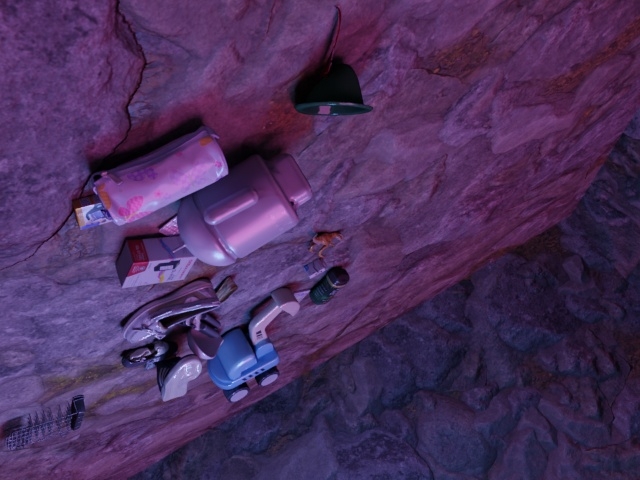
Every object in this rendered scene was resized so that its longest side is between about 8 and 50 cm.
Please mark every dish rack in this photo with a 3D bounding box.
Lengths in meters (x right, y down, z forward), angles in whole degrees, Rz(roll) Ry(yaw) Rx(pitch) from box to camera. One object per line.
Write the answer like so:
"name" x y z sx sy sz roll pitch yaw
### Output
"dish rack" -1.011 0.678 2.010 0.272 0.074 0.208 -10 148 -37

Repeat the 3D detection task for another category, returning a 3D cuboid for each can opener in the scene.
"can opener" -0.434 0.288 1.945 0.093 0.074 0.280 0 160 14

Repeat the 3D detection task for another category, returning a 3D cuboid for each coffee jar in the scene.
"coffee jar" 0.039 0.191 2.291 0.096 0.079 0.184 -6 146 -45

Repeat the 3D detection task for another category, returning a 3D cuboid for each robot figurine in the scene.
"robot figurine" -0.194 -0.071 1.318 0.354 0.199 0.300 -31 173 1

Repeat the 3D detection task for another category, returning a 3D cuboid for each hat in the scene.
"hat" 0.037 -0.379 1.205 0.173 0.183 0.209 -4 -173 -36

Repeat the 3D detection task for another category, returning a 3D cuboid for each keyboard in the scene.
"keyboard" -0.347 -0.011 1.494 0.072 0.014 0.256 -33 157 5

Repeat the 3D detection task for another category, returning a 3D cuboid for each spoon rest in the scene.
"spoon rest" -0.430 0.388 2.081 0.084 0.137 0.276 -38 171 -2

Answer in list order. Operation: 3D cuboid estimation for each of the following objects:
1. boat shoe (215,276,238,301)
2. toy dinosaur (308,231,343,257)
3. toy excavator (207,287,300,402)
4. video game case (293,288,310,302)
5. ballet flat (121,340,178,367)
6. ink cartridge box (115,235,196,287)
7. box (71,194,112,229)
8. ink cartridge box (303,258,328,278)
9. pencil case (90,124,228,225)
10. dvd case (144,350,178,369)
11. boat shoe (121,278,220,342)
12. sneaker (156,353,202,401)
"boat shoe" -0.339 0.179 1.862 0.056 0.048 0.153 -23 166 -50
"toy dinosaur" 0.000 0.000 1.903 0.211 0.064 0.112 -10 132 -58
"toy excavator" -0.274 0.420 2.245 0.433 0.222 0.445 -26 148 -15
"video game case" -0.107 0.248 2.315 0.087 0.011 0.122 -7 147 -44
"ballet flat" -0.602 0.398 1.942 0.203 0.074 0.074 -14 152 -30
"ink cartridge box" -0.427 0.053 1.428 0.175 0.072 0.127 -6 150 -37
"box" -0.468 -0.073 1.202 0.136 0.028 0.081 -18 154 -24
"ink cartridge box" -0.016 0.103 2.084 0.083 0.048 0.028 -29 157 -8
"pencil case" -0.329 -0.138 1.133 0.273 0.113 0.124 -26 130 -11
"dvd case" -0.618 0.461 2.119 0.120 0.013 0.087 -13 151 -35
"boat shoe" -0.474 0.239 1.729 0.321 0.103 0.118 -28 157 -7
"sneaker" -0.542 0.470 2.021 0.131 0.148 0.350 -8 151 -36
